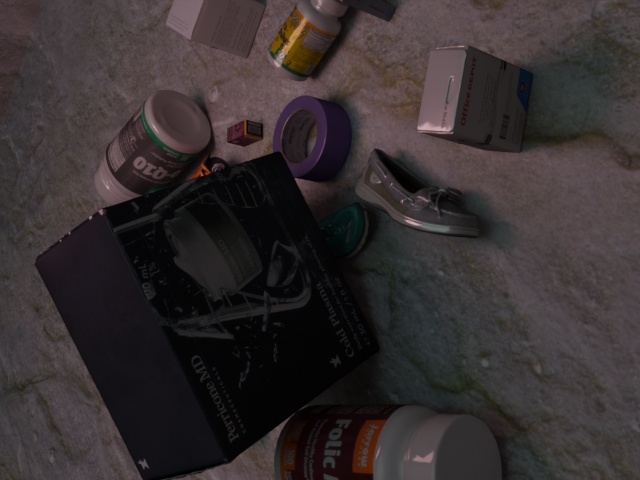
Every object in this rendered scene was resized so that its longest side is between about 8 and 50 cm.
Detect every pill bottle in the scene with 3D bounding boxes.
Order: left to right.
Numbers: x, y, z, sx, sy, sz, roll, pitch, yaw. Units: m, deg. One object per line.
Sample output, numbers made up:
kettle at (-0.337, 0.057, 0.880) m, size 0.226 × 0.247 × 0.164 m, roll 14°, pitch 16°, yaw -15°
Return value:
pill bottle at (-0.489, -0.248, 2.146) m, size 0.361 × 0.204 × 0.204 m, roll -37°, pitch 59°, yaw 39°
pill bottle at (-0.026, -0.482, 1.733) m, size 0.208 × 0.117 × 0.117 m, roll -50°, pitch 52°, yaw 31°
pill bottle at (0.116, 0.415, 1.383) m, size 0.392 × 0.224 × 0.224 m, roll -14°, pitch 75°, yaw 46°

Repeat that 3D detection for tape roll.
tape roll at (-0.021, -0.232, 1.725) m, size 0.189 × 0.080 × 0.189 m, roll -9°, pitch 78°, yaw 46°

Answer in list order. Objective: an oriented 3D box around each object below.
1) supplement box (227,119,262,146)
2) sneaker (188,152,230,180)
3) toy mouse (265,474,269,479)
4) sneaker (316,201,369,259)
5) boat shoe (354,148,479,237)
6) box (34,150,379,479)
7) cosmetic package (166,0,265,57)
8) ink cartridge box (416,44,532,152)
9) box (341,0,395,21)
supplement box at (-0.195, -0.276, 1.939) m, size 0.083 × 0.055 × 0.043 m, roll -14°, pitch 74°, yaw 45°
sneaker at (-0.305, -0.137, 1.907) m, size 0.180 × 0.124 × 0.321 m, roll -53°, pitch 14°, yaw 0°
toy mouse at (-0.101, 0.627, 1.735) m, size 0.161 × 0.031 × 0.143 m, roll 52°, pitch 121°, yaw 38°
sneaker at (0.000, 0.000, 1.649) m, size 0.275 × 0.110 × 0.107 m, roll -32°, pitch 63°, yaw 40°
boat shoe at (0.185, -0.088, 1.457) m, size 0.320 × 0.118 × 0.103 m, roll 35°, pitch 115°, yaw 51°
box at (-0.207, 0.133, 1.485) m, size 0.297 × 0.472 × 0.480 m, roll -27°, pitch 90°, yaw 43°
cosmetic package at (-0.276, -0.592, 1.971) m, size 0.151 × 0.183 × 0.151 m, roll 39°, pitch 113°, yaw 43°
ink cartridge box at (0.272, -0.243, 1.313) m, size 0.086 × 0.203 × 0.148 m, roll 12°, pitch 94°, yaw 47°
box at (0.056, -0.548, 1.632) m, size 0.186 × 0.145 × 0.038 m, roll 50°, pitch 120°, yaw 38°
